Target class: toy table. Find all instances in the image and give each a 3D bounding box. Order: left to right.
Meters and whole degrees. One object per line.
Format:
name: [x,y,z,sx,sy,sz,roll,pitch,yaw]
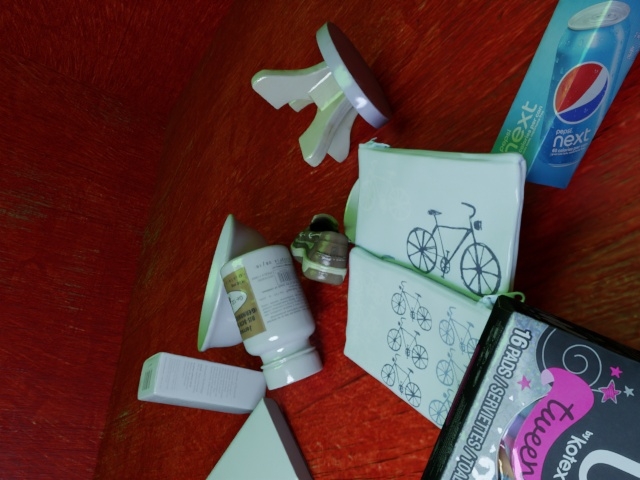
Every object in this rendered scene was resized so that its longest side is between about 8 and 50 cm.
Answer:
toy table: [0.015,-0.268,0.940,0.161,0.252,0.274,-36,31,23]

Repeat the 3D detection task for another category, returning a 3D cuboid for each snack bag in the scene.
snack bag: [0.122,0.045,0.647,0.323,0.037,0.343,25,115,61]

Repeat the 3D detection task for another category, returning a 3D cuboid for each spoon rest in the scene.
spoon rest: [0.114,-0.067,0.782,0.276,0.084,0.137,-12,64,57]

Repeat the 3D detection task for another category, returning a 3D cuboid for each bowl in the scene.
bowl: [-0.168,0.101,1.090,0.298,0.134,0.298,-167,90,-75]

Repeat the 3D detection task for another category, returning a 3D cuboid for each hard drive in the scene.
hard drive: [-0.143,0.469,0.903,0.308,0.040,0.203,-56,35,10]

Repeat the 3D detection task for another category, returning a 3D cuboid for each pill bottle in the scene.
pill bottle: [-0.082,0.135,0.887,0.131,0.131,0.229,-33,74,49]

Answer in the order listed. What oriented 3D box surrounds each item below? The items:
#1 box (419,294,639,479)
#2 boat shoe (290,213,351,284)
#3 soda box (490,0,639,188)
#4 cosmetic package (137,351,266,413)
box: [0.171,0.188,0.409,0.247,0.142,0.163,-69,-16,5]
boat shoe: [0.008,0.002,0.876,0.257,0.095,0.095,-137,60,-75]
soda box: [0.269,-0.168,0.544,0.071,0.067,0.210,-121,43,-55]
cosmetic package: [-0.237,0.295,1.025,0.117,0.231,0.086,-30,49,50]
